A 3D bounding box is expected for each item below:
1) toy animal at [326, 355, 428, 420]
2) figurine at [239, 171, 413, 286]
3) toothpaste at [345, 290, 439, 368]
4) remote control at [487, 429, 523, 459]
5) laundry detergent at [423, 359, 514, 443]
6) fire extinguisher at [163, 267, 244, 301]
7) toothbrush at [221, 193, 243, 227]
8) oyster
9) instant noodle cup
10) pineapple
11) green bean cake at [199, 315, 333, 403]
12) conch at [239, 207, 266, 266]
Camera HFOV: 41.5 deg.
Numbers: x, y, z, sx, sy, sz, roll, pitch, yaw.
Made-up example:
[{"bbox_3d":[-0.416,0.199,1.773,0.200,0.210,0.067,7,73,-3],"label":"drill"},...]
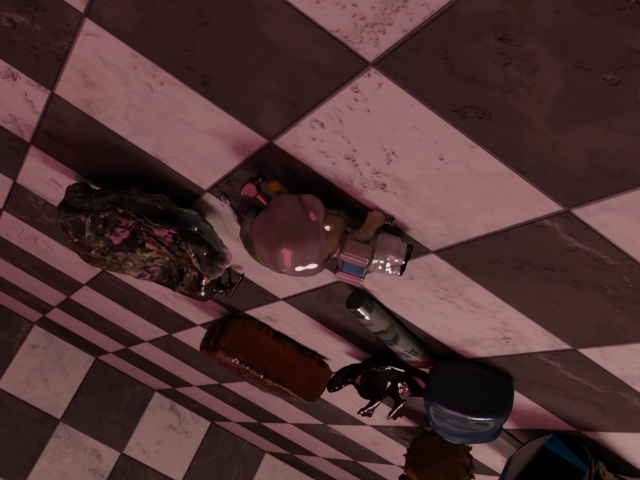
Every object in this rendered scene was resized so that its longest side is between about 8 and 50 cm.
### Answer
[{"bbox_3d":[0.108,0.246,1.540,0.218,0.116,0.179,4,-166,-18],"label":"toy animal"},{"bbox_3d":[0.000,0.000,1.061,0.228,0.112,0.137,15,153,1],"label":"figurine"},{"bbox_3d":[0.118,0.152,1.358,0.062,0.039,0.239,-3,147,39],"label":"toothpaste"},{"bbox_3d":[0.355,0.394,1.654,0.245,0.022,0.077,39,156,-28],"label":"remote control"},{"bbox_3d":[0.250,0.291,1.458,0.143,0.094,0.290,9,158,10],"label":"laundry detergent"},{"bbox_3d":[-0.259,0.045,1.504,0.267,0.072,0.089,20,121,16],"label":"fire extinguisher"},{"bbox_3d":[-0.121,-0.030,1.248,0.013,0.011,0.131,39,167,30],"label":"toothbrush"},{"bbox_3d":[-0.299,-0.020,1.328,0.350,0.158,0.162,21,117,32],"label":"oyster"},{"bbox_3d":[0.429,0.460,1.477,0.240,0.240,0.178,-1,138,49],"label":"instant noodle cup"},{"bbox_3d":[0.253,0.523,1.875,0.165,0.166,0.364,22,159,12],"label":"pineapple"},{"bbox_3d":[-0.119,0.242,1.742,0.232,0.097,0.198,36,158,-22],"label":"green bean cake"},{"bbox_3d":[-0.076,0.003,1.198,0.088,0.065,0.180,35,163,-22],"label":"conch"}]
